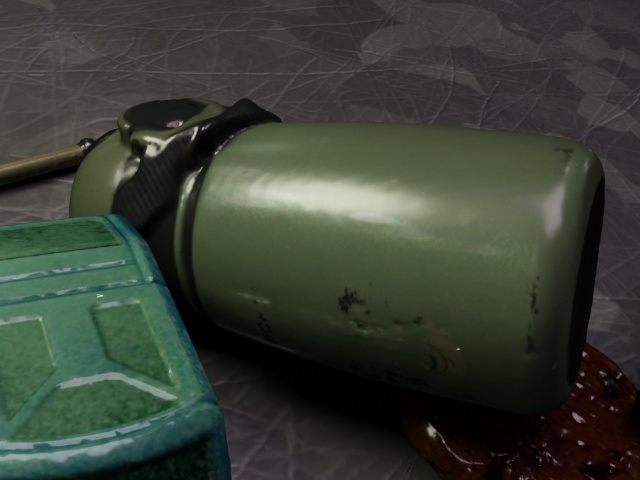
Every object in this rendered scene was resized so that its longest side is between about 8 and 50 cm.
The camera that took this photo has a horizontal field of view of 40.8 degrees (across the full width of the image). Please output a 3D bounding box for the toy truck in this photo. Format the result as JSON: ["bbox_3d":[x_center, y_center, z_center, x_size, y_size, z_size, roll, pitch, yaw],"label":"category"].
[{"bbox_3d":[-0.122,0.115,0.432,0.155,0.156,0.279,-8,42,-25],"label":"toy truck"}]

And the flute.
[{"bbox_3d":[-0.232,-0.065,0.718,0.233,0.027,0.027,-22,51,-36],"label":"flute"}]

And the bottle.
[{"bbox_3d":[-0.001,-0.002,0.565,0.347,0.168,0.168,10,36,20],"label":"bottle"}]

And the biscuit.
[{"bbox_3d":[0.142,0.120,0.597,0.192,0.049,0.192,14,35,-10],"label":"biscuit"}]

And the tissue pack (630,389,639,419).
[{"bbox_3d":[0.422,0.119,0.603,0.361,0.122,0.259,28,29,16],"label":"tissue pack"}]
